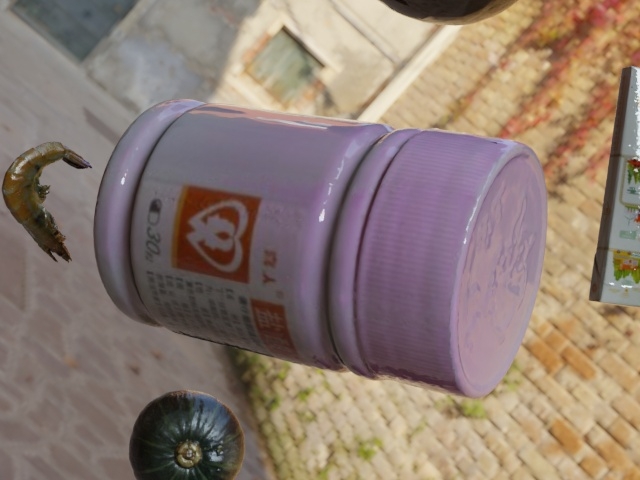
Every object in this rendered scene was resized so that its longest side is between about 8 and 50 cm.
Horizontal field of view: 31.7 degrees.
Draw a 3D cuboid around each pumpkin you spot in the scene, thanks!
[{"bbox_3d":[-0.192,0.299,1.626,0.167,0.167,0.125,42,-16,-3],"label":"pumpkin"}]

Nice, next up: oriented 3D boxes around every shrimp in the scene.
[{"bbox_3d":[-0.225,-0.034,0.969,0.023,0.083,0.114,20,-35,40],"label":"shrimp"}]

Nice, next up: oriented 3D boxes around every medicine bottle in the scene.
[{"bbox_3d":[0.000,0.000,0.901,0.316,0.202,0.202,10,-11,28],"label":"medicine bottle"}]

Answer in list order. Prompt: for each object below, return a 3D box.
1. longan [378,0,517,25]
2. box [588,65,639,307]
[{"bbox_3d":[0.110,-0.333,1.035,0.258,0.258,0.258,42,5,-5],"label":"longan"},{"bbox_3d":[0.325,-0.044,1.055,0.122,0.220,0.032,8,-1,-14],"label":"box"}]
